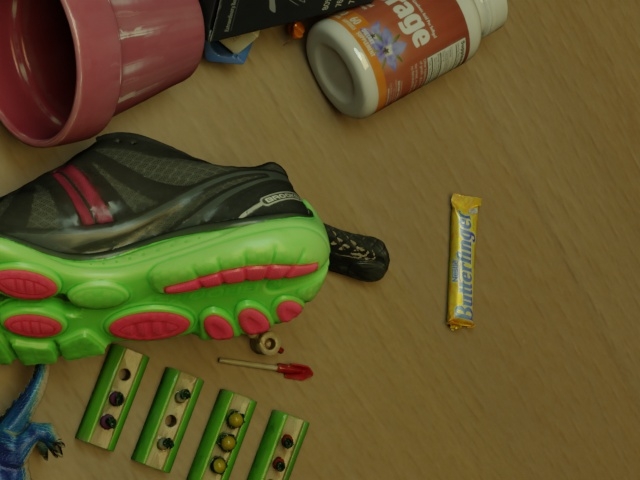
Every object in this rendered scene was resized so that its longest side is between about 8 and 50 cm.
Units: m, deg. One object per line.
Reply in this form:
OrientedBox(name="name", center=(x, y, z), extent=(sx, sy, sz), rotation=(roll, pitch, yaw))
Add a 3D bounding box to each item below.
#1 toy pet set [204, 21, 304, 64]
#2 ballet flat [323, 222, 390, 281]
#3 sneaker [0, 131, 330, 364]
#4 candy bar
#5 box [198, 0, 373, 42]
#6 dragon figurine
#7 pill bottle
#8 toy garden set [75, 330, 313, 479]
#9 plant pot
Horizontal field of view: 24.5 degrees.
OrientedBox(name="toy pet set", center=(-0.085, -0.242, 1.629), extent=(0.122, 0.065, 0.114), rotation=(39, 39, -21))
OrientedBox(name="ballet flat", center=(0.000, 0.000, 1.662), extent=(0.173, 0.057, 0.049), rotation=(23, 39, -23))
OrientedBox(name="sneaker", center=(-0.237, 0.000, 1.502), extent=(0.483, 0.185, 0.202), rotation=(0, 44, -13))
OrientedBox(name="candy bar", center=(0.169, 0.026, 1.745), extent=(0.040, 0.018, 0.161), rotation=(5, 86, -24))
OrientedBox(name="box", center=(-0.036, -0.311, 1.529), extent=(0.207, 0.153, 0.108), rotation=(-16, 64, -24))
OrientedBox(name="dragon figurine", center=(-0.337, 0.229, 1.477), extent=(0.144, 0.085, 0.289), rotation=(4, 88, -24))
OrientedBox(name="pill bottle", center=(0.101, -0.235, 1.665), extent=(0.216, 0.121, 0.121), rotation=(-31, 101, -22))
OrientedBox(name="toy garden set", center=(-0.113, 0.162, 1.598), extent=(0.244, 0.049, 0.204), rotation=(24, 79, -21))
OrientedBox(name="plant pot", center=(-0.226, -0.208, 1.491), extent=(0.180, 0.201, 0.201), rotation=(-19, 97, -39))
